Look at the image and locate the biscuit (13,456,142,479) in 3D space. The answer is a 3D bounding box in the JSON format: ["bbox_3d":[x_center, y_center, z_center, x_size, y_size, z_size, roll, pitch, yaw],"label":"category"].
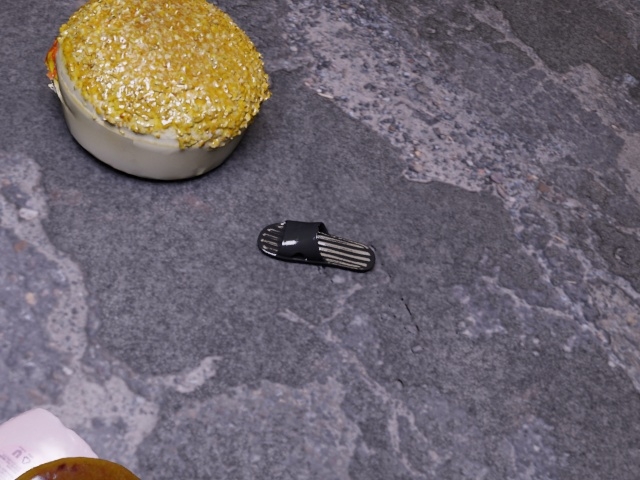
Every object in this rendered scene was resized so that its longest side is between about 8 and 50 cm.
[{"bbox_3d":[-0.217,0.296,0.757,0.212,0.036,0.212,8,77,-38],"label":"biscuit"}]

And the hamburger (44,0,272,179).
[{"bbox_3d":[-0.217,-0.221,1.163,0.294,0.179,0.276,34,49,12],"label":"hamburger"}]

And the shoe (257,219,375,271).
[{"bbox_3d":[0.000,0.000,1.133,0.160,0.053,0.062,14,52,-10],"label":"shoe"}]

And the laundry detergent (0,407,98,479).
[{"bbox_3d":[-0.332,0.301,0.751,0.159,0.088,0.335,43,53,5],"label":"laundry detergent"}]
